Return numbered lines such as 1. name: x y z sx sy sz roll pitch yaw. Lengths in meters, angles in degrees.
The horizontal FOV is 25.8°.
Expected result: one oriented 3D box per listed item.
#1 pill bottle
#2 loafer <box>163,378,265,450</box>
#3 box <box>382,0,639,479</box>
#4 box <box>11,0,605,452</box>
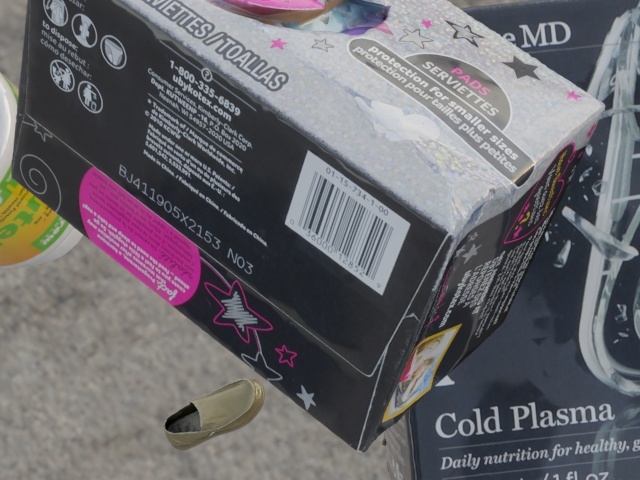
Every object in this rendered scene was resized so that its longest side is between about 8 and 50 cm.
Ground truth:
1. pill bottle: -0.268 -0.054 1.115 0.136 0.245 0.136 -2 77 8
2. loafer: -0.139 0.223 1.792 0.148 0.050 0.056 -33 61 10
3. box: 0.288 0.002 1.394 0.480 0.297 0.471 -7 91 -3
4. box: -0.014 -0.051 0.693 0.247 0.163 0.142 36 46 18
